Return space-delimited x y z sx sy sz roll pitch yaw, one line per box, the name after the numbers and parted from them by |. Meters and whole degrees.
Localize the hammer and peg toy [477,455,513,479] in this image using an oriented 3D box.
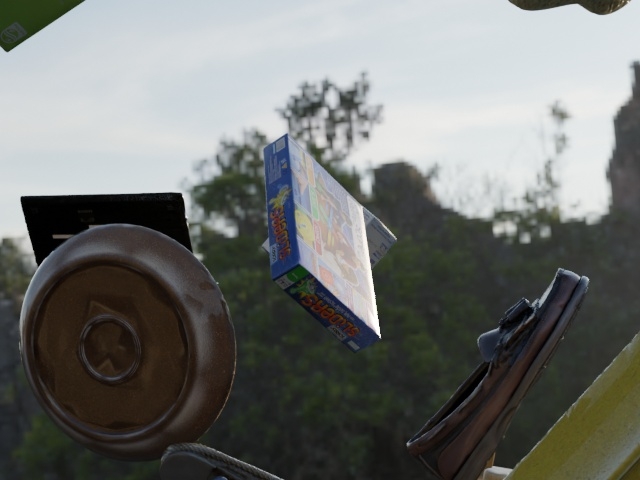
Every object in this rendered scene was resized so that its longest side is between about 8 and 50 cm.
0.370 0.380 1.892 0.361 0.127 0.266 9 6 0 | hammer and peg toy

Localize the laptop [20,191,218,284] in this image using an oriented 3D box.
-0.288 0.005 1.989 0.234 0.264 0.136 -2 37 6 | laptop

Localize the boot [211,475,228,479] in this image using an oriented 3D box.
-0.071 0.340 1.446 0.069 0.190 0.086 -44 -3 42 | boot

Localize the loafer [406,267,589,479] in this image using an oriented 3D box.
0.203 0.156 1.577 0.095 0.302 0.109 31 14 10 | loafer

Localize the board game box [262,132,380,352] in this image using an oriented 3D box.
0.000 0.000 1.366 0.035 0.201 0.136 -32 -53 21 | board game box

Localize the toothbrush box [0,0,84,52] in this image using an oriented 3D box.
-0.272 -0.367 1.428 0.283 0.206 0.122 -34 -41 8 | toothbrush box

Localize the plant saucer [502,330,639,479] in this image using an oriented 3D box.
0.317 0.295 1.184 0.333 0.333 0.081 -48 -1 3 | plant saucer

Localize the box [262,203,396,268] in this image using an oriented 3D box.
0.012 0.004 1.888 0.126 0.137 0.072 41 -1 42 | box

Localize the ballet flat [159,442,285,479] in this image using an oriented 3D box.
-0.066 0.295 1.542 0.250 0.084 0.058 25 19 -2 | ballet flat

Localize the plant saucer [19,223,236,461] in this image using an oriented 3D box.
-0.258 0.135 1.716 0.311 0.310 0.050 -6 3 20 | plant saucer

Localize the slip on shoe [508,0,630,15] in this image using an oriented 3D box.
0.291 -0.321 1.509 0.331 0.101 0.123 -12 -32 -47 | slip on shoe
